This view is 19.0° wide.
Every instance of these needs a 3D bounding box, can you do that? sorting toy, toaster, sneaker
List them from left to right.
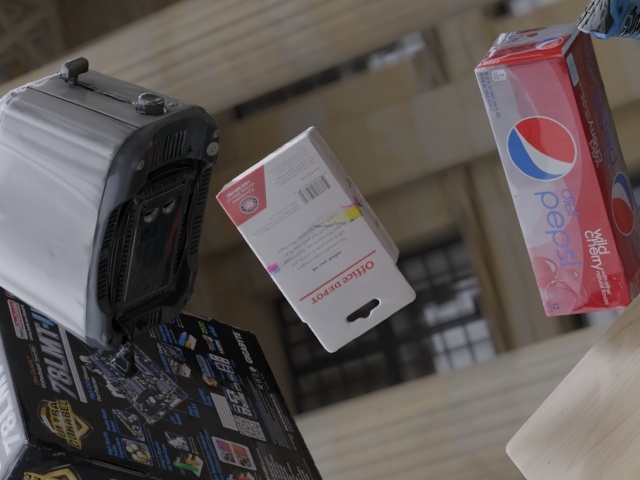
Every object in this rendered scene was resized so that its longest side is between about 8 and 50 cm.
[{"bbox_3d":[-0.174,-0.023,1.450,0.129,0.146,0.227,-28,-43,-48],"label":"toaster"},{"bbox_3d":[0.272,-0.195,1.610,0.073,0.063,0.162,41,-149,12],"label":"sneaker"},{"bbox_3d":[0.309,0.156,1.634,0.089,0.257,0.255,39,-175,-21],"label":"sorting toy"}]

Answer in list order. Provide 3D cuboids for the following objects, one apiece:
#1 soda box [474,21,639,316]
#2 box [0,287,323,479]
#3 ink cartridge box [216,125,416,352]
[{"bbox_3d":[0.226,-0.063,1.762,0.083,0.092,0.263,-53,-50,-53],"label":"soda box"},{"bbox_3d":[-0.154,0.141,1.617,0.293,0.073,0.295,19,-156,-29],"label":"box"},{"bbox_3d":[0.000,0.000,1.925,0.198,0.115,0.067,56,-170,-6],"label":"ink cartridge box"}]
